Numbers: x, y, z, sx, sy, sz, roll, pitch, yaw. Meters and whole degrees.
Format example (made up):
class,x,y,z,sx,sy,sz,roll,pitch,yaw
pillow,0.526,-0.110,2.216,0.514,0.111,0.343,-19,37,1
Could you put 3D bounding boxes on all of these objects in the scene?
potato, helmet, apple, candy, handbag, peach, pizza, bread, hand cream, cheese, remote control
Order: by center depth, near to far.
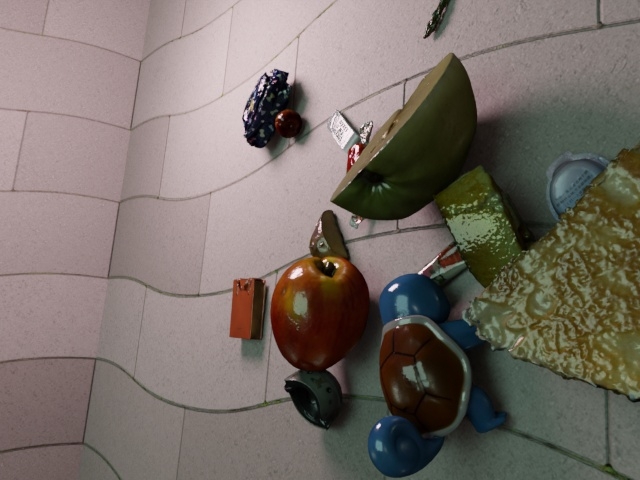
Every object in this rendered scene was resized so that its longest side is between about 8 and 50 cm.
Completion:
class,x,y,z,sx,sy,sz,roll,pitch,yaw
pizza,0.495,0.095,0.873,0.435,0.080,0.392,-49,59,10
cheese,0.480,-0.062,1.022,0.135,0.052,0.244,-52,45,32
bread,0.329,-0.010,1.096,0.124,0.186,0.257,-37,62,26
apple,0.164,-0.201,1.229,0.312,0.320,0.360,5,41,25
hand cream,0.261,0.065,1.272,0.234,0.050,0.080,-44,44,27
peach,-0.003,0.176,1.412,0.281,0.238,0.281,-174,90,-83
helmet,-0.007,0.378,1.448,0.153,0.107,0.177,38,154,22
candy,0.106,-0.174,1.523,0.086,0.059,0.292,-12,69,51
potato,0.000,0.000,1.579,0.100,0.089,0.172,-44,50,39
remote control,0.064,-0.307,1.642,0.061,0.029,0.162,-54,38,24
handbag,-0.230,0.213,1.831,0.127,0.063,0.190,-6,78,51
handbag,-0.183,-0.435,1.914,0.162,0.113,0.260,-101,34,-57

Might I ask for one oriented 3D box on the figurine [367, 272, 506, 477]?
class,x,y,z,sx,sy,sz,roll,pitch,yaw
figurine,0.206,0.277,1.164,0.298,0.243,0.416,-41,30,48

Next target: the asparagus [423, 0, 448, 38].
class,x,y,z,sx,sy,sz,roll,pitch,yaw
asparagus,0.304,-0.609,1.430,0.034,0.027,0.236,24,99,32

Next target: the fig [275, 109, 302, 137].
class,x,y,z,sx,sy,sz,roll,pitch,yaw
fig,-0.105,-0.376,1.845,0.089,0.089,0.125,-64,21,16
